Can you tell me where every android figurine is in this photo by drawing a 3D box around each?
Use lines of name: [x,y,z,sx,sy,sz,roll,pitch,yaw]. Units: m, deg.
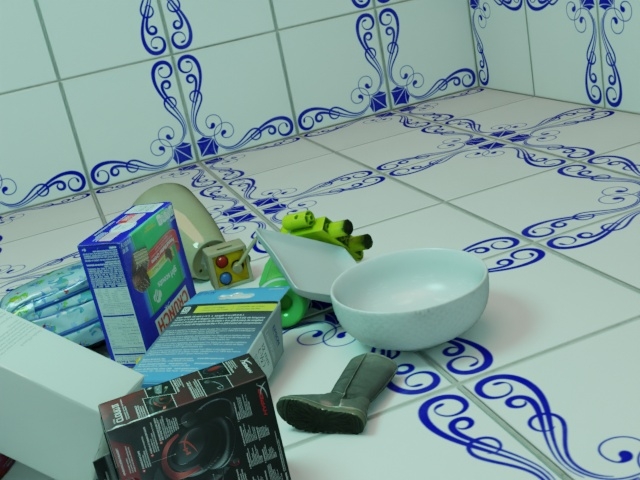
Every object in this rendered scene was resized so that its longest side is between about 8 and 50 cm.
android figurine: [0.000,0.000,2.203,0.272,0.248,0.056,-10,57,44]

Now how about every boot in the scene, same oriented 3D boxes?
boot: [0.035,0.281,1.576,0.189,0.076,0.208,9,32,15]

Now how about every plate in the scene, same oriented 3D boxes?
plate: [-0.003,0.077,1.977,0.277,0.045,0.278,14,23,-34]

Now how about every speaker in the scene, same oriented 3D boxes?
speaker: [-0.082,0.104,2.062,0.131,0.131,0.296,-9,20,7]

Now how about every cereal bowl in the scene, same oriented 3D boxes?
cereal bowl: [0.198,0.141,1.773,0.338,0.141,0.339,-11,19,4]

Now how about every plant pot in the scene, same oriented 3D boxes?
plant pot: [-0.395,-0.003,2.414,0.256,0.257,0.274,-24,39,-32]

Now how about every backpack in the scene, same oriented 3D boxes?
backpack: [-0.638,0.187,2.014,0.355,0.274,0.290,-5,2,-20]

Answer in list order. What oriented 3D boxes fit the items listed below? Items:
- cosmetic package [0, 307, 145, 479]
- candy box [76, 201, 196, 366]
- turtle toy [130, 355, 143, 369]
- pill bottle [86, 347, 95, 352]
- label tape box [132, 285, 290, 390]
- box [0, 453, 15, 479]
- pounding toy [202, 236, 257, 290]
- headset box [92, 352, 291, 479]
cosmetic package: [-0.531,0.279,1.501,0.365,0.197,0.155,24,25,4]
candy box: [-0.422,0.103,1.970,0.122,0.317,0.268,-3,22,19]
turtle toy: [-0.374,0.291,1.793,0.095,0.066,0.130,-28,13,30]
pill bottle: [-0.569,0.317,1.747,0.219,0.123,0.122,-27,25,-38]
label tape box: [-0.218,0.233,1.747,0.249,0.115,0.348,-4,26,22]
box: [-0.679,0.418,1.528,0.128,0.123,0.257,-7,20,10]
pounding toy: [-0.239,0.058,2.272,0.141,0.130,0.100,-17,20,-15]
headset box: [-0.215,0.340,1.337,0.293,0.218,0.110,-18,19,-16]
